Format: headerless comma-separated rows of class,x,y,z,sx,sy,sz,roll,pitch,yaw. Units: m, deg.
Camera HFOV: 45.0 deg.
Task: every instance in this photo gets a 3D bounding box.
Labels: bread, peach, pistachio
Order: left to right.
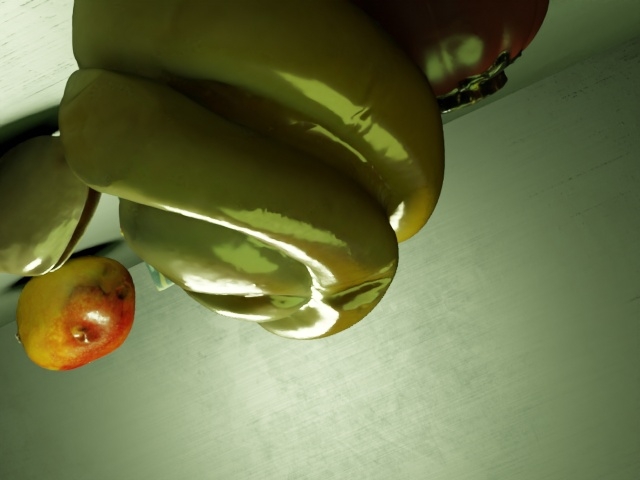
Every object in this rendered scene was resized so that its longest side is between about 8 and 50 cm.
pistachio,-0.362,-0.040,0.977,0.223,0.152,0.126,-40,172,18
peach,-0.677,0.198,2.160,0.373,0.289,0.372,-22,-173,3
bread,-0.073,-0.069,0.690,0.245,0.329,0.424,-59,158,-11

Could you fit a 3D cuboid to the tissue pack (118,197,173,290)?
tissue pack,-0.180,-0.080,1.161,0.128,0.227,0.311,-22,177,-41

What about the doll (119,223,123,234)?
doll,-0.253,0.007,1.620,0.363,0.182,0.160,27,131,-36

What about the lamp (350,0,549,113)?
lamp,0.102,-0.230,0.740,0.227,0.226,0.227,-24,179,0
